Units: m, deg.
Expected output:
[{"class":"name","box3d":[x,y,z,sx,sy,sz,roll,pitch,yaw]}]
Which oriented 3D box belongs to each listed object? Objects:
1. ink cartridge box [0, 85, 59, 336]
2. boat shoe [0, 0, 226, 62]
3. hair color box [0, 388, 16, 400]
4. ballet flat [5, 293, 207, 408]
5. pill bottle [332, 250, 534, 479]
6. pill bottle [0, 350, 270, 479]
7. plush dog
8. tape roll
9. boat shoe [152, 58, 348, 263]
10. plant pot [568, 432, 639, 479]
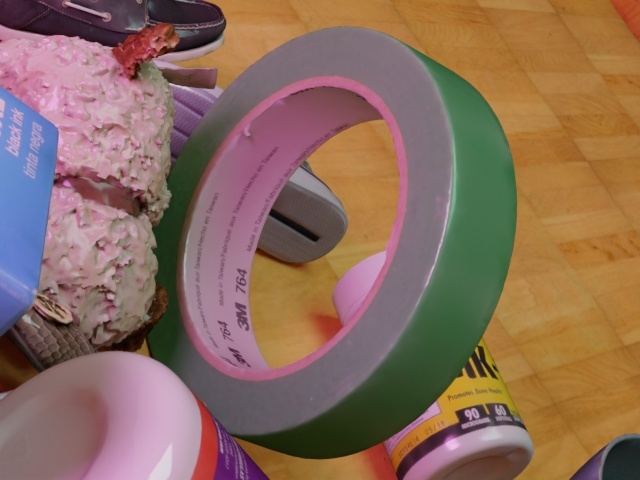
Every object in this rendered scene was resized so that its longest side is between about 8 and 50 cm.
[{"class":"ink cartridge box","box3d":[-0.374,-0.039,0.971,0.395,0.285,0.166,37,28,-25]},{"class":"boat shoe","box3d":[-0.177,-0.203,1.644,0.233,0.079,0.084,5,32,-32]},{"class":"hair color box","box3d":[-0.214,0.153,1.230,0.093,0.053,0.167,55,28,13]},{"class":"ballet flat","box3d":[-0.145,0.092,1.330,0.084,0.058,0.250,46,-2,46]},{"class":"pill bottle","box3d":[0.091,0.117,1.674,0.119,0.119,0.208,15,43,-49]},{"class":"pill bottle","box3d":[-0.077,0.226,1.162,0.323,0.181,0.181,53,21,-34]},{"class":"plush dog","box3d":[-0.177,-0.027,1.403,0.262,0.210,0.225,19,63,-46]},{"class":"tape roll","box3d":[0.000,0.000,1.456,0.077,0.321,0.321,24,36,-41]},{"class":"boat shoe","box3d":[-0.093,-0.074,1.674,0.302,0.109,0.094,38,13,-46]},{"class":"plant pot","box3d":[0.249,0.329,1.555,0.290,0.195,0.290,37,29,-25]}]
